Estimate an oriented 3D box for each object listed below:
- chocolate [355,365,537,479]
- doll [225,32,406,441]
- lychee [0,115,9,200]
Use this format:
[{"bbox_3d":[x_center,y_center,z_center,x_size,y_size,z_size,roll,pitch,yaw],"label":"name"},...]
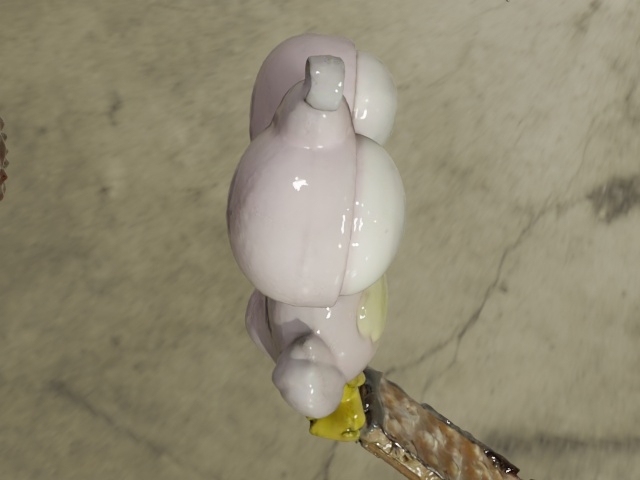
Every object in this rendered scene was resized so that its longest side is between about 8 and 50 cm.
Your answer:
[{"bbox_3d":[0.146,0.238,1.877,0.329,0.102,0.065,38,116,-20],"label":"chocolate"},{"bbox_3d":[-0.001,0.000,1.141,0.094,0.365,0.160,7,64,2],"label":"doll"},{"bbox_3d":[-0.393,-0.077,1.686,0.261,0.260,0.260,2,100,10],"label":"lychee"}]
